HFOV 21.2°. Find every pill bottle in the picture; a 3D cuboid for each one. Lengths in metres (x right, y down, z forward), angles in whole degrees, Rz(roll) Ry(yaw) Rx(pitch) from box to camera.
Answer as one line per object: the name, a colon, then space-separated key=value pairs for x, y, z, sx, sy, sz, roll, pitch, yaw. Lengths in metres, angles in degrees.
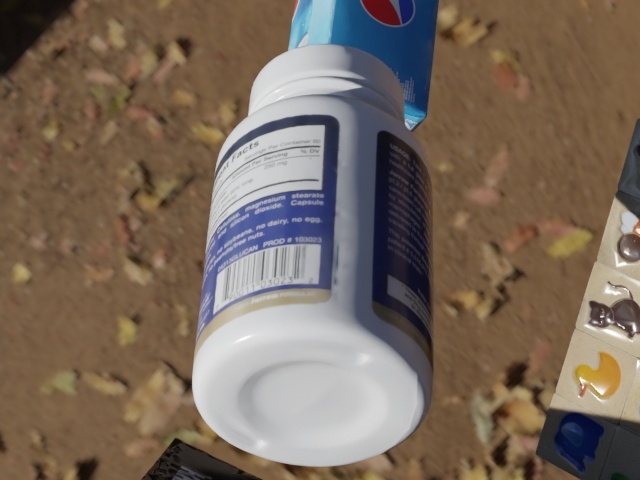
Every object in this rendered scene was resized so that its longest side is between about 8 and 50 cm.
pill bottle: x=0.000 y=0.000 z=0.710 sx=0.094 sy=0.094 sz=0.169 roll=-16 pitch=45 yaw=21

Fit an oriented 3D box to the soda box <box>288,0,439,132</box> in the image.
soda box: x=0.028 y=-0.150 z=1.009 sx=0.071 sy=0.067 sz=0.210 roll=132 pitch=152 yaw=-54

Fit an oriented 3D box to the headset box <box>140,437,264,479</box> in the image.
headset box: x=0.004 y=0.243 z=0.804 sx=0.283 sy=0.246 sz=0.131 roll=26 pitch=104 yaw=4

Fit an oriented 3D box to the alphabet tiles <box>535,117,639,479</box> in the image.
alphabet tiles: x=0.211 y=0.083 z=0.847 sx=0.198 sy=0.009 sz=0.237 roll=27 pitch=116 yaw=29
